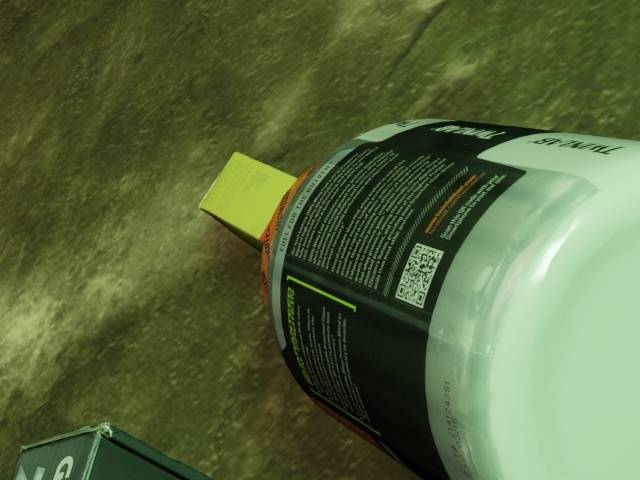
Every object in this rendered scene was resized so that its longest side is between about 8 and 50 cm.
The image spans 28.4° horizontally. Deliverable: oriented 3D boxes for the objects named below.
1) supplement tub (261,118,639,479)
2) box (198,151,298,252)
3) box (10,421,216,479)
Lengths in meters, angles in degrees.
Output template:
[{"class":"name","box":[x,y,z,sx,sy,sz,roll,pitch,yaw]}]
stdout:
[{"class":"supplement tub","box":[0.091,0.035,0.667,0.194,0.193,0.316,-56,24,-6]},{"class":"box","box":[0.000,0.000,0.931,0.058,0.087,0.232,-55,34,-4]},{"class":"box","box":[-0.040,0.272,0.539,0.073,0.293,0.296,-19,45,39]}]
